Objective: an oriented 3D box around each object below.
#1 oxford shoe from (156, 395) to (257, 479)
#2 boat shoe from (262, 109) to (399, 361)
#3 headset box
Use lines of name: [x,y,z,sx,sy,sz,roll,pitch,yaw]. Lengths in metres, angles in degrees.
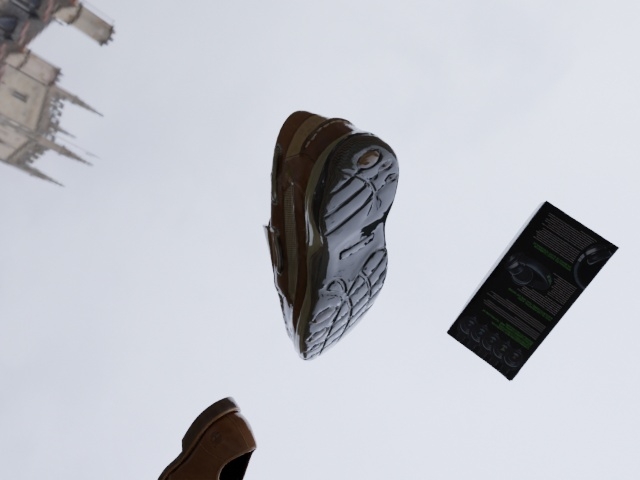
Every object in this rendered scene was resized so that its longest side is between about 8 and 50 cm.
oxford shoe: [-0.131,0.272,0.664,0.076,0.076,0.212,45,-55,25]
boat shoe: [0.000,0.000,0.650,0.120,0.123,0.324,42,-38,30]
headset box: [0.352,0.082,1.021,0.131,0.246,0.283,37,-77,14]
